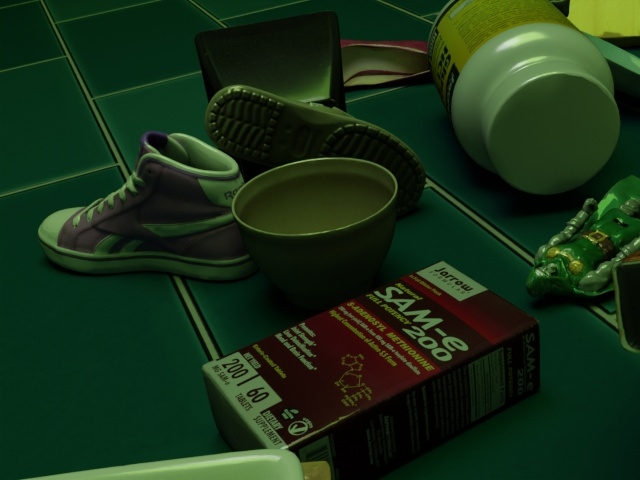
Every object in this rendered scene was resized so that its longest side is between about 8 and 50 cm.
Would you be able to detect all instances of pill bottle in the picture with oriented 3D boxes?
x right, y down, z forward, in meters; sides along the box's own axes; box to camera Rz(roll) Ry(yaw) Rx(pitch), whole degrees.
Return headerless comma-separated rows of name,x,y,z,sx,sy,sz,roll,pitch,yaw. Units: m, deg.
pill bottle,0.242,-0.192,1.016,0.187,0.188,0.334,-7,29,3

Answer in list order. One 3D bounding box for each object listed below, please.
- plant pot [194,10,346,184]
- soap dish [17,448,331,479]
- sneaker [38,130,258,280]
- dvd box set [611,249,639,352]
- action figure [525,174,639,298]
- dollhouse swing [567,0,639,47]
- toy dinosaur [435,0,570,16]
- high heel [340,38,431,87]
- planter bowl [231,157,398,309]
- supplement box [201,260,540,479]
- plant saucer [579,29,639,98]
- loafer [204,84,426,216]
plant pot,-0.048,-0.161,1.061,0.187,0.188,0.167,-11,41,-4
soap dish,-0.129,0.237,0.441,0.290,0.118,0.229,-8,30,1
sneaker,-0.202,-0.050,0.919,0.282,0.161,0.102,1,32,19
dvd box set,0.420,-0.006,0.558,0.307,0.062,0.420,-7,5,40
action figure,0.287,-0.002,0.809,0.232,0.063,0.137,-28,38,-24
dollhouse swing,0.564,-0.439,1.491,0.346,0.305,0.315,1,-10,17
toy dinosaur,0.281,-0.317,1.253,0.160,0.121,0.313,-7,5,-1
high heel,0.074,-0.277,1.319,0.244,0.082,0.117,-6,17,-21
planter bowl,0.000,0.000,0.826,0.162,0.109,0.162,-6,30,3
supplement box,0.043,0.109,0.663,0.239,0.073,0.130,-22,32,-23
plant saucer,0.413,-0.237,1.150,0.195,0.037,0.195,20,26,-10
loafer,-0.003,-0.109,0.936,0.268,0.102,0.092,23,14,-19
